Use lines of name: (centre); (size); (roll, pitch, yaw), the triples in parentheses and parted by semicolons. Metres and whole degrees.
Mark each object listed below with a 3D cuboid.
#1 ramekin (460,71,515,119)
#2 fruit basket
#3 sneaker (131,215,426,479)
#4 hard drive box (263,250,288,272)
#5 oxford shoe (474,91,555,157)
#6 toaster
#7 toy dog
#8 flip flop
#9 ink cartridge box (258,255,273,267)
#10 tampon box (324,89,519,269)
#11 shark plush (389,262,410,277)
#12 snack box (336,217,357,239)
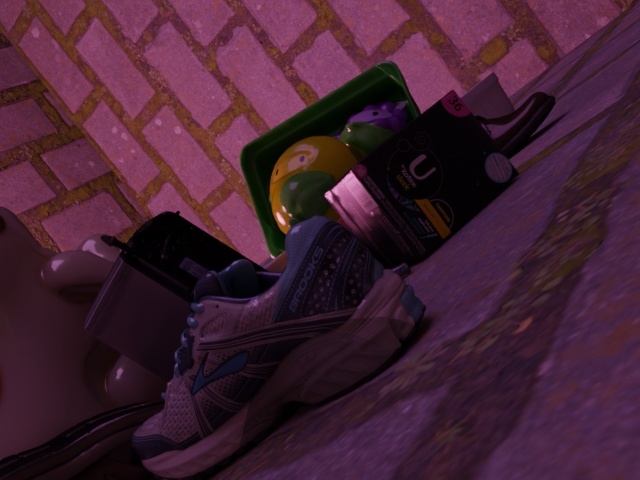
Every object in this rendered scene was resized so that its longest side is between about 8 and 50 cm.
ramekin: (0.325, -0.260, 1.658); (0.207, 0.109, 0.207); (-38, 3, 2)
fruit basket: (0.014, -0.122, 1.330); (0.392, 0.282, 0.392); (-18, -16, -5)
sneaker: (-0.058, 0.080, 0.583); (0.283, 0.122, 0.110); (-37, 2, 27)
hard drive box: (-0.127, 0.127, 1.216); (0.181, 0.089, 0.232); (-37, 3, 24)
oxford shoe: (0.226, -0.148, 1.082); (0.227, 0.096, 0.083); (-36, 1, 22)
toaster: (-0.150, 0.058, 0.821); (0.110, 0.186, 0.168); (-56, 6, 17)
toy dog: (-0.371, 0.131, 0.896); (0.284, 0.408, 0.395); (-37, 2, 36)
flip flop: (-0.214, 0.215, 0.716); (0.277, 0.080, 0.112); (-21, 0, -35)
ink cartridge box: (-0.171, 0.137, 1.690); (0.160, 0.092, 0.219); (-37, 2, 31)
tampon box: (0.110, -0.063, 0.841); (0.161, 0.120, 0.101); (-39, 2, -21)
shark plush: (0.021, 0.074, 0.778); (0.161, 0.073, 0.067); (-18, 23, 1)
snack box: (-0.001, 0.030, 0.959); (0.178, 0.022, 0.064); (-48, -21, -28)
